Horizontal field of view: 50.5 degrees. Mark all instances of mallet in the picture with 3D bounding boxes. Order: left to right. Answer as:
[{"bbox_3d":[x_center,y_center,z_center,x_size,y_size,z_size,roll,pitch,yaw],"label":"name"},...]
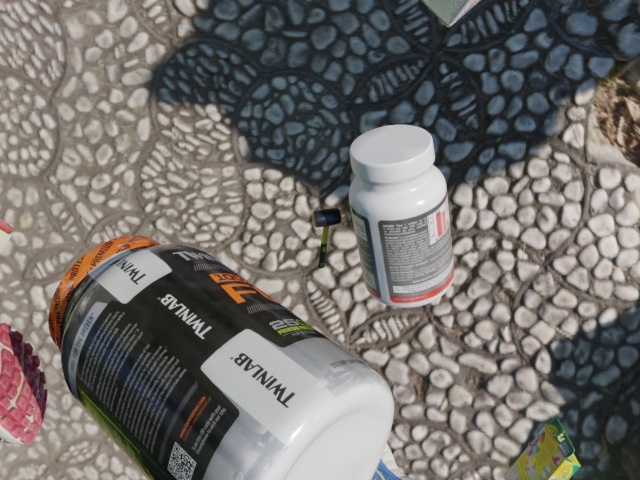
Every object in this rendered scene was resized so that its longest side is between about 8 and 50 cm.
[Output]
[{"bbox_3d":[0.000,0.000,1.558,0.062,0.039,0.190,-4,138,-19],"label":"mallet"}]

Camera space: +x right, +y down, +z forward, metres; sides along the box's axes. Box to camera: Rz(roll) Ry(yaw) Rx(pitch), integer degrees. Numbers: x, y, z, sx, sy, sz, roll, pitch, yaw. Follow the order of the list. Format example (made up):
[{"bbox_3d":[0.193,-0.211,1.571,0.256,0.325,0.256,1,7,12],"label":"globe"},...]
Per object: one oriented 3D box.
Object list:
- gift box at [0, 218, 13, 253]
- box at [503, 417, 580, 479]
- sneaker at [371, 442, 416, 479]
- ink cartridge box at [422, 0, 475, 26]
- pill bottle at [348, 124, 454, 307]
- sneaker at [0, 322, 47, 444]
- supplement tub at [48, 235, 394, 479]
[{"bbox_3d":[-0.338,0.017,0.308,0.255,0.258,0.276,-9,140,39],"label":"gift box"},{"bbox_3d":[0.441,0.448,1.341,0.043,0.105,0.179,22,113,-14],"label":"box"},{"bbox_3d":[0.096,0.464,1.198,0.330,0.147,0.130,40,122,45],"label":"sneaker"},{"bbox_3d":[0.350,-0.614,1.223,0.395,0.285,0.166,-43,88,-17],"label":"ink cartridge box"},{"bbox_3d":[0.175,-0.050,1.478,0.210,0.210,0.363,1,127,18],"label":"pill bottle"},{"bbox_3d":[-0.426,0.128,0.745,0.112,0.121,0.299,-29,122,16],"label":"sneaker"},{"bbox_3d":[-0.113,0.137,0.673,0.338,0.207,0.207,31,115,34],"label":"supplement tub"}]
